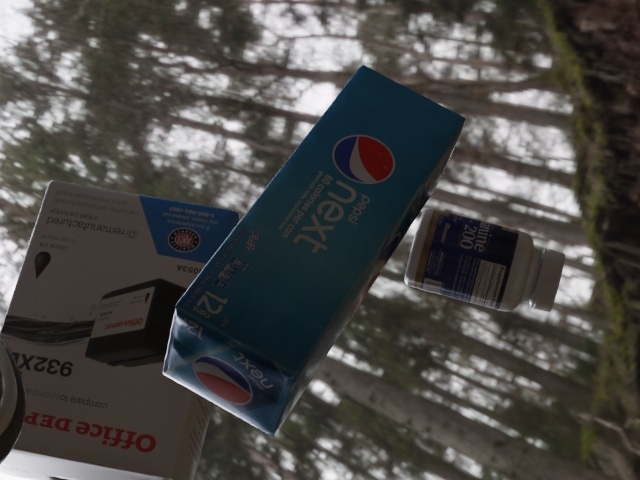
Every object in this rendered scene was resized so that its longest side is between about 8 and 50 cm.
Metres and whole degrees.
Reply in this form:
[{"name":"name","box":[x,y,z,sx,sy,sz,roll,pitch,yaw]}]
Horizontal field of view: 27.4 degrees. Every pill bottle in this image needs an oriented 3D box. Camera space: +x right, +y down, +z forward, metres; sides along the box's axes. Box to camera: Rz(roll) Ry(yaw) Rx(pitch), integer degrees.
[{"name":"pill bottle","box":[0.133,0.019,1.062,0.120,0.067,0.067,15,-85,6]}]

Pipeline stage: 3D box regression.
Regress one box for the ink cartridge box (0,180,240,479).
[{"name":"ink cartridge box","box":[-0.222,0.111,1.430,0.223,0.129,0.307,10,-114,6]}]

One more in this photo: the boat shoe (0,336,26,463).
[{"name":"boat shoe","box":[-0.270,0.081,0.777,0.112,0.335,0.095,-46,-47,-29]}]

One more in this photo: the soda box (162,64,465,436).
[{"name":"soda box","box":[0.000,0.000,0.718,0.210,0.071,0.067,-55,-11,-36]}]
